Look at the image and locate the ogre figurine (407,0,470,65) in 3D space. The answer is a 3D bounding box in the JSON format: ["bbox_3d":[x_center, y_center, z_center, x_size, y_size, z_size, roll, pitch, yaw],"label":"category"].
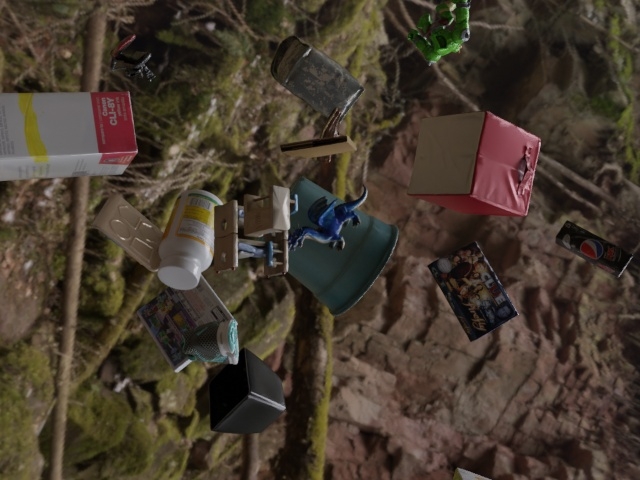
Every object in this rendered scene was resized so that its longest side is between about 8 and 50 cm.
[{"bbox_3d":[0.303,-0.523,1.522,0.197,0.097,0.118,-20,-101,32],"label":"ogre figurine"}]

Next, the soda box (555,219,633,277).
[{"bbox_3d":[0.658,0.020,1.465,0.053,0.169,0.060,-55,155,-4],"label":"soda box"}]

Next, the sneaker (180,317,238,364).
[{"bbox_3d":[-0.149,0.136,0.816,0.166,0.076,0.064,111,-26,-72],"label":"sneaker"}]

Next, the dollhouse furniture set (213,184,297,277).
[{"bbox_3d":[-0.092,-0.009,1.103,0.184,0.129,0.128,-13,-106,47],"label":"dollhouse furniture set"}]

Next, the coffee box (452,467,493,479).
[{"bbox_3d":[0.390,0.695,1.195,0.337,0.335,0.337,54,54,-76],"label":"coffee box"}]

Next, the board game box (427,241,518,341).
[{"bbox_3d":[0.431,0.140,1.713,0.165,0.243,0.042,-24,169,-26],"label":"board game box"}]

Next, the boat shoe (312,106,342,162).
[{"bbox_3d":[0.030,-0.299,1.737,0.064,0.060,0.177,-69,-177,-52],"label":"boat shoe"}]

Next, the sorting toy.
[{"bbox_3d":[-0.513,-0.019,1.657,0.038,0.208,0.193,-42,-157,19],"label":"sorting toy"}]

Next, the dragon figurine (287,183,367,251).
[{"bbox_3d":[0.025,-0.068,1.642,0.289,0.144,0.085,-54,-154,-9],"label":"dragon figurine"}]

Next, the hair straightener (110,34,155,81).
[{"bbox_3d":[-0.364,-0.334,1.161,0.047,0.089,0.230,-48,-154,-16],"label":"hair straightener"}]

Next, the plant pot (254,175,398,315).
[{"bbox_3d":[0.000,0.000,1.851,0.341,0.334,0.341,-53,-170,13],"label":"plant pot"}]

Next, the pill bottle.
[{"bbox_3d":[-0.287,-0.001,1.331,0.117,0.118,0.208,-47,-153,46],"label":"pill bottle"}]

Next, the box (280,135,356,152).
[{"bbox_3d":[0.001,-0.234,1.533,0.201,0.165,0.021,-12,94,-80],"label":"box"}]

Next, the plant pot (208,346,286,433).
[{"bbox_3d":[-0.212,0.471,1.817,0.188,0.167,0.187,-46,-149,19],"label":"plant pot"}]

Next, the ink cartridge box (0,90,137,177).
[{"bbox_3d":[-0.669,-0.247,1.469,0.279,0.385,0.160,-10,-91,63],"label":"ink cartridge box"}]

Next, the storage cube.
[{"bbox_3d":[0.337,-0.165,1.334,0.215,0.193,0.183,8,-95,54],"label":"storage cube"}]

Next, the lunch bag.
[{"bbox_3d":[-0.025,-0.528,1.953,0.169,0.235,0.287,-52,-152,14],"label":"lunch bag"}]

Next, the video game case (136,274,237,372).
[{"bbox_3d":[-0.327,0.189,1.473,0.183,0.201,0.023,-38,150,-8],"label":"video game case"}]
